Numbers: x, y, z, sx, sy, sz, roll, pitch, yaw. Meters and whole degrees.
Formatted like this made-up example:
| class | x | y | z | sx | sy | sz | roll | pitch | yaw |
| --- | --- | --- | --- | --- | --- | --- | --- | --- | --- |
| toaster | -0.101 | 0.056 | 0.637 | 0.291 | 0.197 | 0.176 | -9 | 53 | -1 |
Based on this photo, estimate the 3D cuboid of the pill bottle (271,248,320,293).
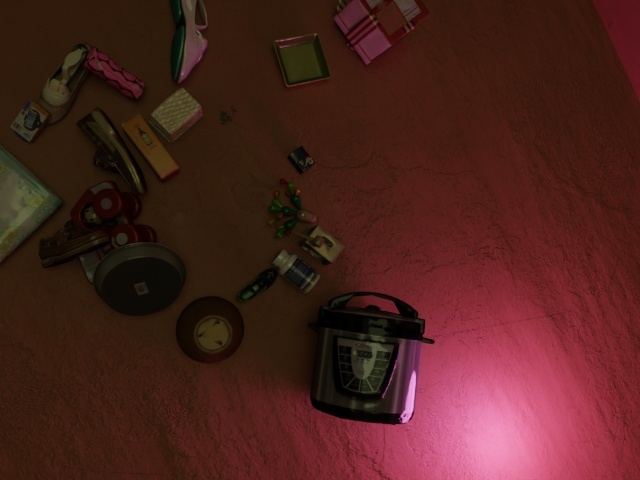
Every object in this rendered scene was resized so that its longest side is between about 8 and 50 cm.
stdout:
| class | x | y | z | sx | sy | sz | roll | pitch | yaw |
| --- | --- | --- | --- | --- | --- | --- | --- | --- | --- |
| pill bottle | -0.092 | 0.108 | 1.932 | 0.169 | 0.094 | 0.094 | 40 | 77 | -7 |

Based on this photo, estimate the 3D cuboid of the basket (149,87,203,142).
| class | x | y | z | sx | sy | sz | roll | pitch | yaw |
| --- | --- | --- | --- | --- | --- | --- | --- | --- | --- |
| basket | -0.511 | -0.447 | 1.886 | 0.113 | 0.103 | 0.167 | 45 | 75 | -6 |

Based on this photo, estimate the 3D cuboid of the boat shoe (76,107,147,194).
| class | x | y | z | sx | sy | sz | roll | pitch | yaw |
| --- | --- | --- | --- | --- | --- | --- | --- | --- | --- |
| boat shoe | -0.717 | -0.286 | 1.817 | 0.123 | 0.123 | 0.341 | -32 | 88 | -6 |

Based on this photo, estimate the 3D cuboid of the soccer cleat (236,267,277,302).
| class | x | y | z | sx | sy | sz | roll | pitch | yaw |
| --- | --- | --- | --- | --- | --- | --- | --- | --- | --- |
| soccer cleat | -0.223 | 0.163 | 1.905 | 0.179 | 0.072 | 0.060 | -39 | 94 | -15 |

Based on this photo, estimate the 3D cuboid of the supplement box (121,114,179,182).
| class | x | y | z | sx | sy | sz | roll | pitch | yaw |
| --- | --- | --- | --- | --- | --- | --- | --- | --- | --- |
| supplement box | -0.595 | -0.321 | 1.866 | 0.078 | 0.080 | 0.233 | -37 | 95 | -15 |

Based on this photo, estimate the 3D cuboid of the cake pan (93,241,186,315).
| class | x | y | z | sx | sy | sz | roll | pitch | yaw |
| --- | --- | --- | --- | --- | --- | --- | --- | --- | --- |
| cake pan | -0.584 | 0.138 | 1.737 | 0.294 | 0.054 | 0.293 | -13 | 130 | -15 |

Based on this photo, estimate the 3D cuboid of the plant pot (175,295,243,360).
| class | x | y | z | sx | sy | sz | roll | pitch | yaw |
| --- | --- | --- | --- | --- | --- | --- | --- | --- | --- |
| plant pot | -0.363 | 0.302 | 1.765 | 0.238 | 0.254 | 0.236 | 2 | 83 | -13 |

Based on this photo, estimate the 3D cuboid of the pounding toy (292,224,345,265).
| class | x | y | z | sx | sy | sz | roll | pitch | yaw |
| --- | --- | --- | --- | --- | --- | --- | --- | --- | --- |
| pounding toy | -0.006 | -0.006 | 1.908 | 0.181 | 0.206 | 0.094 | 39 | 77 | -7 |

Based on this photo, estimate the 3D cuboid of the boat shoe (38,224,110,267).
| class | x | y | z | sx | sy | sz | roll | pitch | yaw |
| --- | --- | --- | --- | --- | --- | --- | --- | --- | --- |
| boat shoe | -0.799 | 0.005 | 1.687 | 0.308 | 0.111 | 0.104 | -17 | 90 | 27 |

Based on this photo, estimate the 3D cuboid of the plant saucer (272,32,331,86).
| class | x | y | z | sx | sy | sz | roll | pitch | yaw |
| --- | --- | --- | --- | --- | --- | --- | --- | --- | --- |
| plant saucer | -0.074 | -0.690 | 2.049 | 0.189 | 0.045 | 0.188 | -16 | 88 | -15 |

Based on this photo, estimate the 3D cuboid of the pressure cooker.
| class | x | y | z | sx | sy | sz | roll | pitch | yaw |
| --- | --- | --- | --- | --- | --- | --- | --- | --- | --- |
| pressure cooker | 0.158 | 0.387 | 1.830 | 0.370 | 0.376 | 0.419 | 15 | 79 | -37 |

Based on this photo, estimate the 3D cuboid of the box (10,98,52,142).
| class | x | y | z | sx | sy | sz | roll | pitch | yaw |
| --- | --- | --- | --- | --- | --- | --- | --- | --- | --- |
| box | -0.976 | -0.396 | 1.784 | 0.081 | 0.028 | 0.136 | 38 | 98 | -5 |

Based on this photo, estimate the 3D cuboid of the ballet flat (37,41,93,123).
| class | x | y | z | sx | sy | sz | roll | pitch | yaw |
| --- | --- | --- | --- | --- | --- | --- | --- | --- | --- |
| ballet flat | -0.873 | -0.547 | 1.807 | 0.108 | 0.106 | 0.315 | 26 | 79 | -9 |

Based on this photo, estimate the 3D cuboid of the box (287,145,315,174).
| class | x | y | z | sx | sy | sz | roll | pitch | yaw |
| --- | --- | --- | --- | --- | --- | --- | --- | --- | --- |
| box | -0.073 | -0.303 | 2.003 | 0.062 | 0.052 | 0.083 | -39 | 93 | -16 |

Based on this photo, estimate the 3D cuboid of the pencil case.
| class | x | y | z | sx | sy | sz | roll | pitch | yaw |
| --- | --- | --- | --- | --- | --- | --- | --- | --- | --- |
| pencil case | -0.702 | -0.565 | 1.819 | 0.209 | 0.098 | 0.095 | 31 | 82 | -35 |

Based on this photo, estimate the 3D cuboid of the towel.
| class | x | y | z | sx | sy | sz | roll | pitch | yaw |
| --- | --- | --- | --- | --- | --- | --- | --- | --- | --- |
| towel | -1.093 | -0.140 | 1.723 | 0.374 | 0.090 | 0.320 | 43 | 79 | -6 |

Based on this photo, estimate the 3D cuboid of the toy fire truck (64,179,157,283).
| class | x | y | z | sx | sy | sz | roll | pitch | yaw |
| --- | --- | --- | --- | --- | --- | --- | --- | --- | --- |
| toy fire truck | -0.719 | -0.033 | 1.773 | 0.254 | 0.169 | 0.301 | -25 | 89 | 4 |

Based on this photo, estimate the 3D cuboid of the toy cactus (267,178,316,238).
| class | x | y | z | sx | sy | sz | roll | pitch | yaw |
| --- | --- | --- | --- | --- | --- | --- | --- | --- | --- |
| toy cactus | -0.100 | -0.109 | 1.960 | 0.181 | 0.112 | 0.218 | 14 | 72 | -22 |

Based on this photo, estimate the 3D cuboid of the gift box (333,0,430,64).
| class | x | y | z | sx | sy | sz | roll | pitch | yaw |
| --- | --- | --- | --- | --- | --- | --- | --- | --- | --- |
| gift box | 0.220 | -0.872 | 2.028 | 0.255 | 0.258 | 0.276 | -37 | 101 | -14 |

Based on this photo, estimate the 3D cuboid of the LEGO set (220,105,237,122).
| class | x | y | z | sx | sy | sz | roll | pitch | yaw |
| --- | --- | --- | --- | --- | --- | --- | --- | --- | --- |
| LEGO set | -0.346 | -0.463 | 1.973 | 0.083 | 0.023 | 0.054 | -31 | 94 | -28 |

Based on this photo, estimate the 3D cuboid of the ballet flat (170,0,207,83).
| class | x | y | z | sx | sy | sz | roll | pitch | yaw |
| --- | --- | --- | --- | --- | --- | --- | --- | --- | --- |
| ballet flat | -0.471 | -0.763 | 1.928 | 0.139 | 0.139 | 0.399 | -2 | 84 | -14 |
